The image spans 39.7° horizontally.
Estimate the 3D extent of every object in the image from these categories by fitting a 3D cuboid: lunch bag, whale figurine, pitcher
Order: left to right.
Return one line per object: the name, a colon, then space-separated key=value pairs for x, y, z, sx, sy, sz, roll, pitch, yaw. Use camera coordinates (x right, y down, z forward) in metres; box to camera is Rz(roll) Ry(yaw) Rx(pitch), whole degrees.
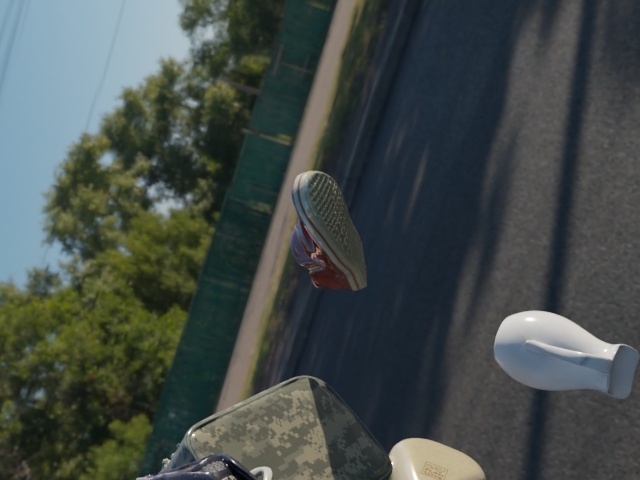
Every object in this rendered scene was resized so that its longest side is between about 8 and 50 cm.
lunch bag: x=-0.092 y=0.364 z=1.232 sx=0.305 sy=0.212 sz=0.256 roll=-19 pitch=-33 yaw=-49
whale figurine: x=0.173 y=0.439 z=1.475 sx=0.272 sy=0.216 sz=0.141 roll=-31 pitch=-41 yaw=-71
pitcher: x=0.378 y=0.179 z=1.407 sx=0.178 sy=0.207 sz=0.125 roll=28 pitch=-102 yaw=-54

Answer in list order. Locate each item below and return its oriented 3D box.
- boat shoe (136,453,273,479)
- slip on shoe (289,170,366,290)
boat shoe: x=-0.038 y=0.233 z=0.643 sx=0.127 sy=0.340 sz=0.158 roll=-2 pitch=-103 yaw=-59
slip on shoe: x=0.000 y=0.000 z=1.338 sx=0.331 sy=0.101 sz=0.123 roll=63 pitch=-160 yaw=-66
